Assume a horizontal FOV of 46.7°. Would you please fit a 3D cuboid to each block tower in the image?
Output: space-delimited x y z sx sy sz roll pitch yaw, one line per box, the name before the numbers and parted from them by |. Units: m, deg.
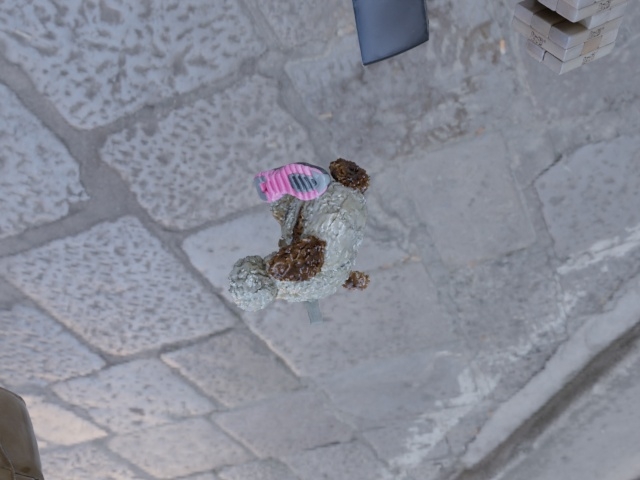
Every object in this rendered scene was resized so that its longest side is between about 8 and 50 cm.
block tower | 0.285 -0.344 0.766 0.097 0.091 0.336 -26 142 -22

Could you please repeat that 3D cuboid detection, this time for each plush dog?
plush dog | 0.000 0.000 1.130 0.210 0.263 0.225 26 156 -1

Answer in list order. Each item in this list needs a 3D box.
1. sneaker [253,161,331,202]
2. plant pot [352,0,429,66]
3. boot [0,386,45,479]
sneaker | -0.026 -0.076 0.894 0.119 0.057 0.047 2 113 46
plant pot | 0.175 -0.553 1.799 0.166 0.187 0.188 -7 121 12
boot | -0.398 0.227 0.788 0.236 0.269 0.089 37 87 -38
